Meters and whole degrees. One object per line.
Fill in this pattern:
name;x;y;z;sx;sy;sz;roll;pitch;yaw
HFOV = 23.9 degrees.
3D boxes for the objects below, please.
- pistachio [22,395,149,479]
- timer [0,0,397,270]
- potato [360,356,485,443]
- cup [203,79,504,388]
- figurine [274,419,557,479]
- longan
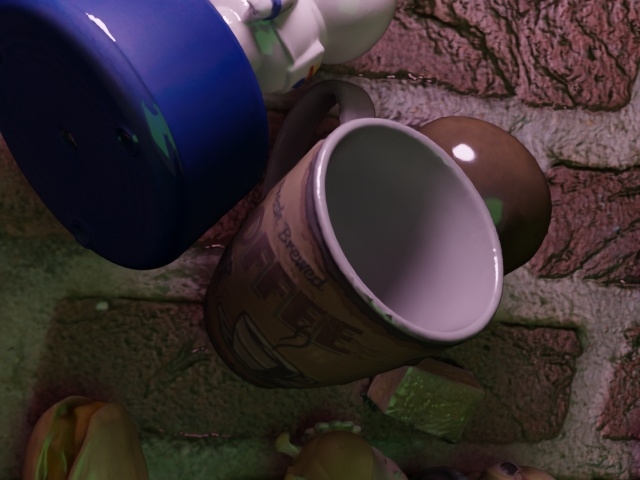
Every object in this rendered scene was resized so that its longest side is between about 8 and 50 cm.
pistachio;-0.232;0.247;1.499;0.145;0.117;0.200;-29;117;-60
timer;-0.084;-0.175;1.376;0.383;0.270;0.270;-35;121;-31
potato;0.115;0.171;1.679;0.122;0.061;0.086;22;98;-30
cup;0.000;0.000;1.466;0.227;0.257;0.301;10;61;-42
figurine;0.102;0.330;1.679;0.394;0.226;0.274;29;121;-26
longan;0.155;-0.039;1.567;0.189;0.189;0.189;-9;111;-25
